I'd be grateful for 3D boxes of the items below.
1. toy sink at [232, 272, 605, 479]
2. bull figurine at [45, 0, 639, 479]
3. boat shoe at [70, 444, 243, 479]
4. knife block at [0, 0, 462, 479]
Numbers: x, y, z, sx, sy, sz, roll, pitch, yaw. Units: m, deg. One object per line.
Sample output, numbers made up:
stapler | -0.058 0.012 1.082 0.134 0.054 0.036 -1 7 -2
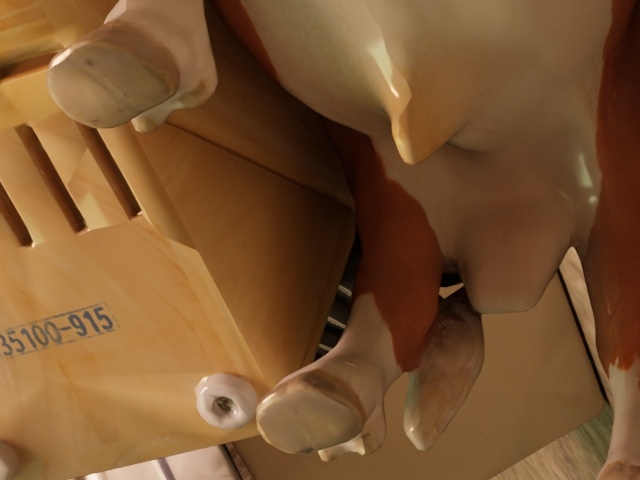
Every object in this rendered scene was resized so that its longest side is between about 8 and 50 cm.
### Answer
toy sink | 0.000 0.000 0.799 0.131 0.153 0.234 55 174 48
bull figurine | 0.008 -0.078 0.388 0.310 0.101 0.188 54 -148 -42
boat shoe | -0.122 0.027 0.804 0.258 0.084 0.095 57 175 28
knife block | -0.048 -0.063 0.501 0.242 0.088 0.275 -73 -38 -55
